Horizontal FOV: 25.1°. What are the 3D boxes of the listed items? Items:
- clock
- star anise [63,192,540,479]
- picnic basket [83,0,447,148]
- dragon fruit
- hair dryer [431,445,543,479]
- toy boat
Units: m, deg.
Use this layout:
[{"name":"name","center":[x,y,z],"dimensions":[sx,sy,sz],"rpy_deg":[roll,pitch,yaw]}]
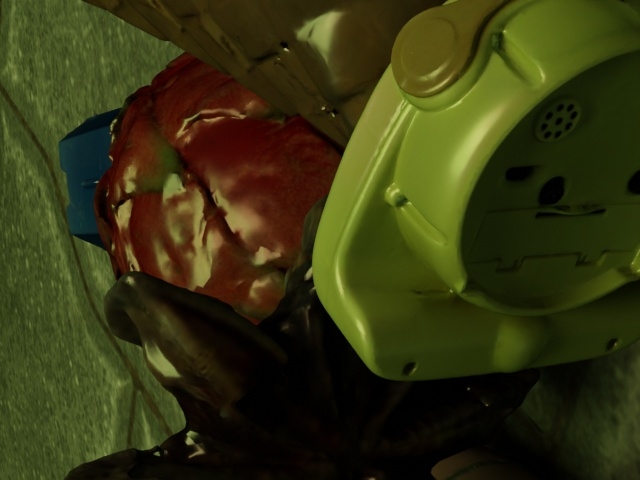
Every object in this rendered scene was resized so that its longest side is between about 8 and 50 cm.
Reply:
[{"name":"clock","center":[0.100,-0.048,0.587],"dimensions":[0.069,0.170,0.232],"rpy_deg":[56,138,42]},{"name":"star anise","center":[-0.008,0.097,0.679],"dimensions":[0.129,0.282,0.212],"rpy_deg":[13,111,41]},{"name":"picnic basket","center":[0.024,-0.240,0.679],"dimensions":[0.337,0.293,0.337],"rpy_deg":[21,121,41]},{"name":"dragon fruit","center":[0.000,0.000,0.865],"dimensions":[0.299,0.244,0.244],"rpy_deg":[40,137,18]},{"name":"hair dryer","center":[0.120,0.299,0.870],"dimensions":[0.210,0.125,0.353],"rpy_deg":[24,128,56]},{"name":"toy boat","center":[-0.111,-0.060,1.212],"dimensions":[0.295,0.088,0.129],"rpy_deg":[-6,92,51]}]
